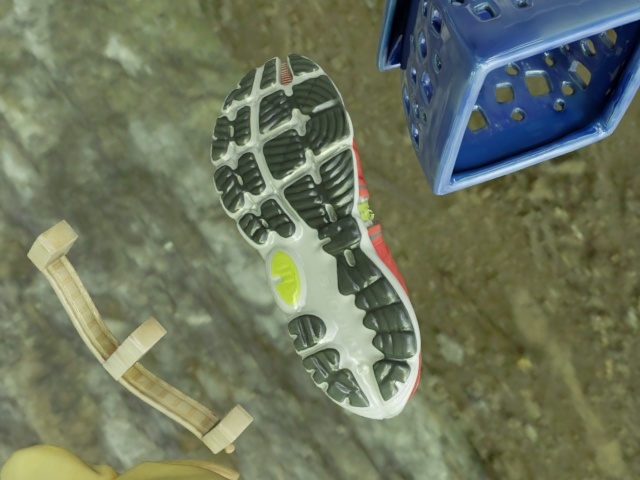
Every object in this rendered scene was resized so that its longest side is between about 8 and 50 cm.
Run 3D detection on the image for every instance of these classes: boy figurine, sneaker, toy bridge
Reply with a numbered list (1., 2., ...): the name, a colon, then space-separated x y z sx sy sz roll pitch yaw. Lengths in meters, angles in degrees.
1. boy figurine: -0.100 0.211 0.785 0.177 0.285 0.092 -49 -34 -69
2. sneaker: 0.000 0.000 0.830 0.118 0.107 0.279 45 -153 -71
3. toy bridge: -0.124 0.073 0.754 0.188 0.026 0.063 47 142 -1

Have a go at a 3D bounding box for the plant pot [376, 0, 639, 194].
1. plant pot: 0.192 -0.219 1.192 0.236 0.236 0.212 97 150 -59
